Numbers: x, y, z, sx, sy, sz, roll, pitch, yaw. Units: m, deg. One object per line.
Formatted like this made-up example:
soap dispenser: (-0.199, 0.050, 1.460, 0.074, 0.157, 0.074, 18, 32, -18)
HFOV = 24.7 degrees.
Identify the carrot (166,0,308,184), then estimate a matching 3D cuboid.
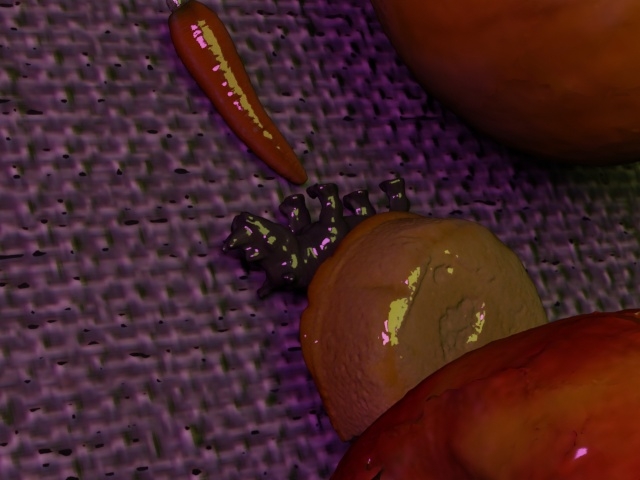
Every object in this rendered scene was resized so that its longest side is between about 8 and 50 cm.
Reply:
carrot: (-0.053, -0.091, 0.887, 0.035, 0.035, 0.142, -35, 94, -40)

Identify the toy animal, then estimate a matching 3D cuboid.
toy animal: (0.000, 0.000, 0.863, 0.136, 0.047, 0.065, -4, 77, -41)

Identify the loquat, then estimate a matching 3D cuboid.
loquat: (0.192, -0.217, 0.910, 0.328, 0.359, 0.328, 22, 44, -23)

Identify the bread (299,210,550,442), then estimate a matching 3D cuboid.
bread: (0.061, 0.044, 0.839, 0.156, 0.086, 0.125, -9, 93, -41)

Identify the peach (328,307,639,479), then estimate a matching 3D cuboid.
peach: (0.193, 0.211, 0.689, 0.416, 0.339, 0.353, 31, 45, -26)
